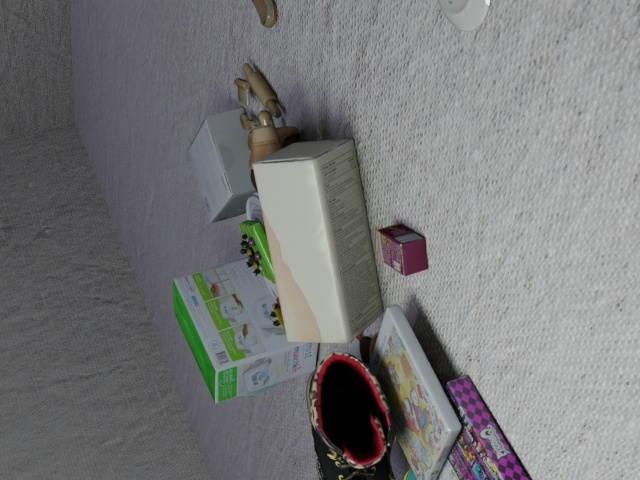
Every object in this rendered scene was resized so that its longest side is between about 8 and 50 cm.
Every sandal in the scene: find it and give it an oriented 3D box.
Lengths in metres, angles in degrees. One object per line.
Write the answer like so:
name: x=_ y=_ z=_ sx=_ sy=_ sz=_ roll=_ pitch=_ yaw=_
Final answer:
sandal: x=-0.130 y=-0.465 z=1.917 sx=0.072 sy=0.049 sz=0.180 roll=130 pitch=122 yaw=-66

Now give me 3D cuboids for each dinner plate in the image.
dinner plate: x=0.165 y=-0.325 z=1.294 sx=0.141 sy=0.017 sz=0.141 roll=163 pitch=90 yaw=-71

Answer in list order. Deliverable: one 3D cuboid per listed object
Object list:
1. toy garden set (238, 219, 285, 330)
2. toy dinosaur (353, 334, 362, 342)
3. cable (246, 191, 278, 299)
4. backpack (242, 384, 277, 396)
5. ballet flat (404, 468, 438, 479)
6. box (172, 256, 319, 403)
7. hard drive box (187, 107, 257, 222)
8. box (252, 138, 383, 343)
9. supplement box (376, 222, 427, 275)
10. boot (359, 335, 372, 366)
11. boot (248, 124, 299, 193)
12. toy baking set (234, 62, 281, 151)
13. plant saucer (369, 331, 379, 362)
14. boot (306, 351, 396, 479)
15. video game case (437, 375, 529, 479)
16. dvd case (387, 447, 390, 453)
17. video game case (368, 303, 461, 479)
toy garden set: x=-0.101 y=0.066 z=1.898 sx=0.244 sy=0.049 sz=0.204 roll=-171 pitch=57 yaw=-82
toy dinosaur: x=0.064 y=0.145 z=1.917 sx=0.090 sy=0.047 sz=0.082 roll=31 pitch=135 yaw=14
cable: x=-0.059 y=0.019 z=2.025 sx=0.257 sy=0.089 sz=0.257 roll=68 pitch=164 yaw=6
backpack: x=-0.168 y=0.266 z=2.405 sx=0.188 sy=0.165 sz=0.144 roll=-125 pitch=26 yaw=-48
ballet flat: x=0.200 y=0.486 z=1.743 sx=0.077 sy=0.077 sz=0.231 roll=83 pitch=161 yaw=-62
box: x=-0.159 y=0.174 z=2.217 sx=0.127 sy=0.231 sz=0.262 roll=97 pitch=149 yaw=-47
hard drive box: x=-0.203 y=-0.158 z=2.288 sx=0.232 sy=0.089 sz=0.181 roll=143 pitch=109 yaw=-69
box: x=0.000 y=0.000 z=1.739 sx=0.121 sy=0.148 sz=0.311 roll=-2 pitch=106 yaw=30
supplement box: x=0.124 y=0.013 z=1.617 sx=0.083 sy=0.043 sz=0.055 roll=-143 pitch=41 yaw=-60
boot: x=0.083 y=0.232 z=1.912 sx=0.114 sy=0.037 sz=0.106 roll=128 pitch=126 yaw=-71
boot: x=-0.076 y=-0.097 z=1.877 sx=0.248 sy=0.090 sz=0.207 roll=-30 pitch=-69 yaw=-82
toy baking set: x=-0.106 y=-0.222 z=2.078 sx=0.197 sy=0.030 sz=0.256 roll=90 pitch=154 yaw=-44
plant saucer: x=0.141 y=0.242 z=1.757 sx=0.200 sy=0.037 sz=0.200 roll=164 pitch=90 yaw=-71
boot: x=0.062 y=0.366 z=1.753 sx=0.284 sy=0.138 sz=0.378 roll=96 pitch=162 yaw=-74
video game case: x=0.237 y=0.353 z=1.578 sx=0.210 sy=0.041 sz=0.232 roll=99 pitch=149 yaw=-50
dvd case: x=0.079 y=0.376 z=2.045 sx=0.253 sy=0.022 sz=0.180 roll=94 pitch=152 yaw=-42
video game case: x=0.140 y=0.247 z=1.658 sx=0.206 sy=0.026 sz=0.227 roll=101 pitch=148 yaw=-52
